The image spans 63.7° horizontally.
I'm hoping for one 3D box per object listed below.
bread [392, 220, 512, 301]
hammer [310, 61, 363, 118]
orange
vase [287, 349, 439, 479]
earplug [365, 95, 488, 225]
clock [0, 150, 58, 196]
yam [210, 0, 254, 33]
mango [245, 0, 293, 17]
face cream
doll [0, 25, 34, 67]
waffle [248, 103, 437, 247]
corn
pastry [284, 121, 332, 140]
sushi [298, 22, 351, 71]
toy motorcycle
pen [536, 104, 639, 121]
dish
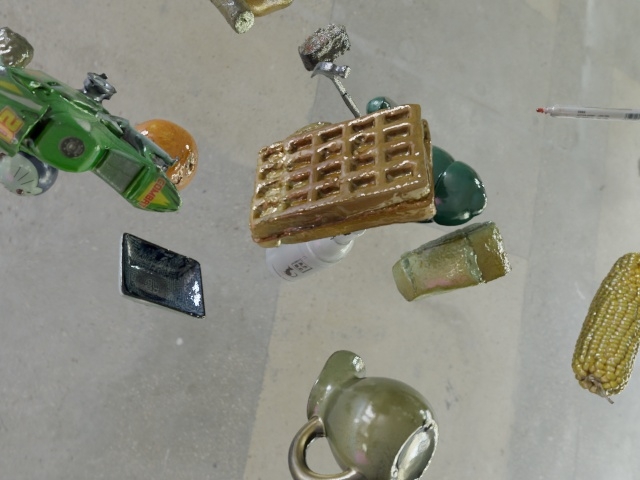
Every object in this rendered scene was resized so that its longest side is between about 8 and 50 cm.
[{"bbox_3d":[0.269,0.051,1.112,0.186,0.257,0.124,-12,80,-60],"label":"bread"},{"bbox_3d":[0.055,-0.345,1.231,0.029,0.103,0.246,-67,154,-8],"label":"hammer"},{"bbox_3d":[-0.520,-0.266,1.660,0.246,0.246,0.246,2,87,-31],"label":"orange"},{"bbox_3d":[0.070,0.429,1.155,0.329,0.302,0.241,-33,127,-29],"label":"vase"},{"bbox_3d":[0.211,-0.151,1.025,0.164,0.280,0.257,-35,144,-38],"label":"earplug"},{"bbox_3d":[-0.818,-0.230,1.383,0.243,0.199,0.146,62,35,-29],"label":"clock"},{"bbox_3d":[-0.251,-0.600,1.187,0.071,0.067,0.317,-8,57,-55],"label":"yam"},{"bbox_3d":[-0.166,-0.626,1.301,0.227,0.099,0.136,-22,70,-40],"label":"mango"},{"bbox_3d":[0.000,0.000,1.334,0.145,0.369,0.145,12,67,-29],"label":"face cream"},{"bbox_3d":[-0.371,-0.096,0.506,0.286,0.202,0.091,-57,137,-13],"label":"doll"},{"bbox_3d":[0.032,-0.109,0.901,0.098,0.327,0.224,59,28,-45],"label":"waffle"},{"bbox_3d":[0.539,0.153,0.949,0.101,0.101,0.310,44,62,-22],"label":"corn"},{"bbox_3d":[-0.035,-0.293,1.724,0.132,0.240,0.235,53,36,-25],"label":"pastry"},{"bbox_3d":[0.009,-0.533,1.421,0.150,0.090,0.078,-39,138,-11],"label":"sushi"},{"bbox_3d":[-0.193,-0.088,0.394,0.074,0.106,0.190,-48,135,13],"label":"toy motorcycle"},{"bbox_3d":[0.495,-0.231,0.935,0.218,0.026,0.026,1,87,-6],"label":"pen"},{"bbox_3d":[-0.408,0.106,1.279,0.243,0.080,0.182,28,36,-44],"label":"dish"}]
